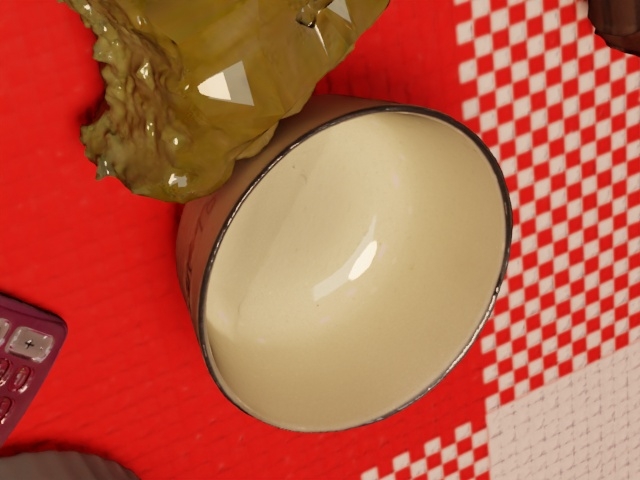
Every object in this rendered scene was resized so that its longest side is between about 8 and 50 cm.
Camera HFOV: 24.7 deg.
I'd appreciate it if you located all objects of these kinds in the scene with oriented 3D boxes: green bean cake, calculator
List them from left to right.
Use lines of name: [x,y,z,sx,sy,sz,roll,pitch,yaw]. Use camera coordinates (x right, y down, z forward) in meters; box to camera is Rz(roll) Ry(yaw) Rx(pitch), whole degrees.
calculator: [-0.261,0.075,0.931,0.190,0.034,0.127,26,98,-45]
green bean cake: [-0.091,-0.161,0.855,0.233,0.124,0.236,-44,130,-5]

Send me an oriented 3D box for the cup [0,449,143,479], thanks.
cup: [-0.180,0.314,0.918,0.331,0.311,0.257,4,116,-34]

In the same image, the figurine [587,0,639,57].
figurine: [0.215,-0.269,0.939,0.218,0.206,0.365,-40,129,-10]

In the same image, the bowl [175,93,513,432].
bowl: [0.000,0.000,0.996,0.237,0.126,0.238,-15,122,-26]
